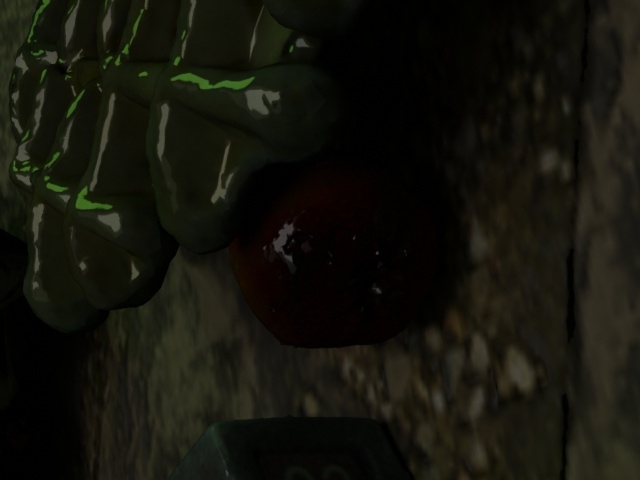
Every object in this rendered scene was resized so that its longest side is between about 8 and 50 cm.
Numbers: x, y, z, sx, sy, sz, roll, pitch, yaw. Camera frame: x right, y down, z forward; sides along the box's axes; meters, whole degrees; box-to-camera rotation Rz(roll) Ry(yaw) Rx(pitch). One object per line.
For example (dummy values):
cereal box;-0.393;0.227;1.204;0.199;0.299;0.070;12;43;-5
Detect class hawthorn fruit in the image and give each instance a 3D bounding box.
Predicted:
hawthorn fruit;0.003;0.001;0.409;0.077;0.077;0.077;-8;79;51

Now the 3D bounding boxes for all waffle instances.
waffle;-0.045;-0.132;0.451;0.292;0.056;0.309;-43;38;40

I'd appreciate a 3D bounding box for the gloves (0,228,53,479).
gloves;-0.227;0.127;0.628;0.210;0.135;0.312;12;97;47

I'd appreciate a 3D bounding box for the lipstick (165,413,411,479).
lipstick;-0.087;0.210;0.486;0.371;0.080;0.076;-53;49;33
